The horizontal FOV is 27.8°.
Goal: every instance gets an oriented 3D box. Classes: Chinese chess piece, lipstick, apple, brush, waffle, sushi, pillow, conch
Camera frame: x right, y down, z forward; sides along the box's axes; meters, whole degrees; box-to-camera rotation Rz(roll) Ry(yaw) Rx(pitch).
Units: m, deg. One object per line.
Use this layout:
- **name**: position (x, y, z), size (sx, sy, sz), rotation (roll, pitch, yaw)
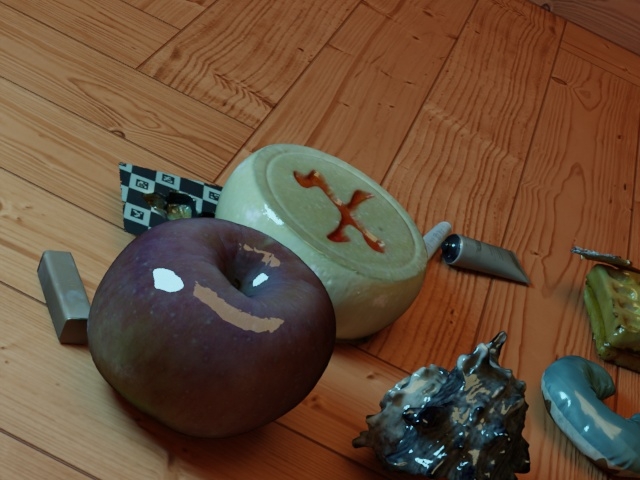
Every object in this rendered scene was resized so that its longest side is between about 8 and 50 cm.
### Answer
- **Chinese chess piece**: position (0.000, 0.000, 1.965), size (0.338, 0.140, 0.338), rotation (27, 30, -17)
- **lipstick**: position (-0.340, 0.074, 1.726), size (0.045, 0.045, 0.145), rotation (7, 34, -32)
- **apple**: position (-0.136, 0.116, 1.627), size (0.306, 0.235, 0.305), rotation (20, 33, -14)
- **brush**: position (0.553, 0.047, 2.373), size (0.090, 0.017, 0.314), rotation (13, -2, 33)
- **waffle**: position (0.627, 0.162, 2.275), size (0.328, 0.098, 0.224), rotation (15, 30, -10)
- **sushi**: position (-0.214, -0.029, 1.985), size (0.210, 0.040, 0.192), rotation (15, 35, -23)
- **pillow**: position (0.440, 0.268, 1.977), size (0.233, 0.086, 0.214), rotation (44, 29, 26)
- **conch**: position (0.154, 0.232, 1.664), size (0.241, 0.186, 0.313), rotation (-19, 11, 4)

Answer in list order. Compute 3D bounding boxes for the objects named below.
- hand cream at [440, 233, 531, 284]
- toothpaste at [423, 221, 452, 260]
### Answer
- **hand cream**: position (0.288, 0.030, 2.276), size (0.186, 0.054, 0.087), rotation (14, 35, -32)
- **toothpaste**: position (0.185, 0.011, 2.245), size (0.048, 0.031, 0.190), rotation (35, 34, 10)
